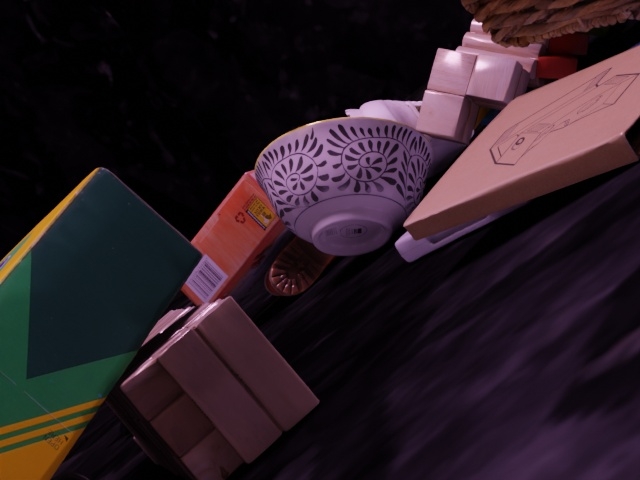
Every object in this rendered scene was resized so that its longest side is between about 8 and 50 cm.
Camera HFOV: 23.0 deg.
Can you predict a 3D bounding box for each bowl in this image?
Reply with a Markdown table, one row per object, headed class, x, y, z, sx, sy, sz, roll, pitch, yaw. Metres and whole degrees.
| class | x | y | z | sx | sy | sz | roll | pitch | yaw |
| --- | --- | --- | --- | --- | --- | --- | --- | --- | --- |
| bowl | 0.026 | -0.037 | 1.459 | 0.170 | 0.080 | 0.170 | -5 | -28 | -3 |

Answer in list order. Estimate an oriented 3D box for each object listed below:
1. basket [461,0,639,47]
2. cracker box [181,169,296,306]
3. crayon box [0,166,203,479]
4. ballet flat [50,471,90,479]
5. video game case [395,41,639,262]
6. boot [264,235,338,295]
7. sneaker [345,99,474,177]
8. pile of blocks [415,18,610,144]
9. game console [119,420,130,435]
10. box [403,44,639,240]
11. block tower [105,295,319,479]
| class | x | y | z | sx | sy | sz | roll | pitch | yaw |
| --- | --- | --- | --- | --- | --- | --- | --- | --- | --- |
| basket | 0.228 | -0.308 | 1.198 | 0.299 | 0.213 | 0.223 | -5 | 42 | 53 |
| cracker box | -0.048 | -0.017 | 1.718 | 0.156 | 0.067 | 0.232 | -51 | -12 | 26 |
| crayon box | -0.270 | 0.155 | 1.057 | 0.363 | 0.106 | 0.313 | -42 | 12 | 34 |
| ballet flat | -0.200 | 0.211 | 1.110 | 0.068 | 0.072 | 0.213 | -28 | 7 | 7 |
| video game case | 0.168 | -0.074 | 1.187 | 0.212 | 0.023 | 0.193 | -42 | 5 | -26 |
| boot | 0.000 | 0.000 | 1.665 | 0.158 | 0.059 | 0.084 | -42 | 0 | -16 |
| sneaker | 0.094 | -0.110 | 1.586 | 0.095 | 0.090 | 0.235 | -29 | -7 | 11 |
| pile of blocks | 0.228 | -0.196 | 1.586 | 0.112 | 0.149 | 0.362 | 14 | 50 | 29 |
| game console | -0.143 | 0.149 | 1.637 | 0.122 | 0.071 | 0.107 | -44 | -24 | -49 |
| box | 0.163 | -0.075 | 1.032 | 0.201 | 0.021 | 0.164 | -21 | 19 | 49 |
| block tower | -0.096 | 0.106 | 1.124 | 0.091 | 0.097 | 0.335 | -40 | 3 | -13 |
